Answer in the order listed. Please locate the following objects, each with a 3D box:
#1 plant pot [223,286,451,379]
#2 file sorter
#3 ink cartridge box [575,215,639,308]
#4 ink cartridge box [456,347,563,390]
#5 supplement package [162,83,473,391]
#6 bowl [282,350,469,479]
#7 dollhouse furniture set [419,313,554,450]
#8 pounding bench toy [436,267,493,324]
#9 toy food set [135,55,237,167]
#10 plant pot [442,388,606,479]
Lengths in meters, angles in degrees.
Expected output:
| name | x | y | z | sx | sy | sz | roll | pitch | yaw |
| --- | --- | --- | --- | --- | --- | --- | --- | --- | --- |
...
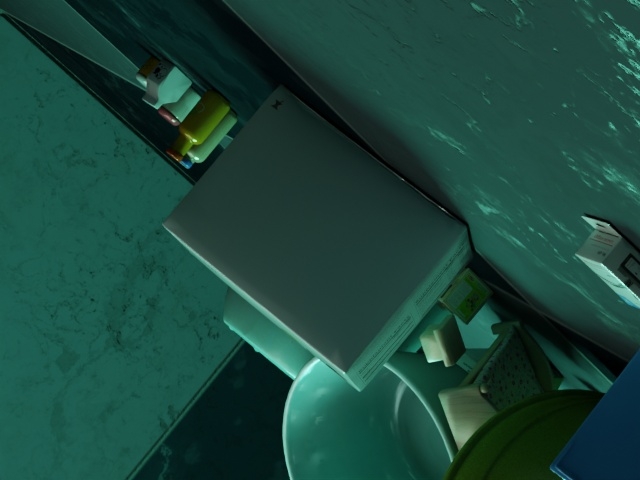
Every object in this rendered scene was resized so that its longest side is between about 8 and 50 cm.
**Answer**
| name | x | y | z | sx | sy | sz | roll | pitch | yaw |
| --- | --- | --- | --- | --- | --- | --- | --- | --- | --- |
| plant pot | 0.011 | 0.075 | 2.278 | 0.293 | 0.235 | 0.293 | 40 | 175 | 4 |
| file sorter | 0.290 | 0.157 | 1.358 | 0.118 | 0.170 | 0.104 | 37 | 178 | 27 |
| ink cartridge box | 0.233 | 0.019 | 1.331 | 0.083 | 0.028 | 0.048 | 42 | 174 | -19 |
| ink cartridge box | 0.215 | 0.253 | 2.281 | 0.087 | 0.208 | 0.153 | 35 | -160 | 35 |
| supplement package | 0.000 | 0.000 | 1.855 | 0.262 | 0.204 | 0.145 | 39 | 175 | 15 |
| bowl | 0.115 | 0.263 | 2.131 | 0.163 | 0.311 | 0.311 | -18 | -139 | -40 |
| dollhouse furniture set | 0.301 | 0.193 | 2.052 | 0.303 | 0.174 | 0.355 | -44 | -63 | -56 |
| pounding bench toy | 0.153 | 0.050 | 2.056 | 0.083 | 0.052 | 0.065 | 43 | 174 | -33 |
| toy food set | -0.199 | -0.169 | 2.368 | 0.111 | 0.104 | 0.232 | 43 | 174 | -39 |
| plant pot | 0.349 | 0.341 | 1.778 | 0.366 | 0.366 | 0.353 | 41 | 164 | -13 |
